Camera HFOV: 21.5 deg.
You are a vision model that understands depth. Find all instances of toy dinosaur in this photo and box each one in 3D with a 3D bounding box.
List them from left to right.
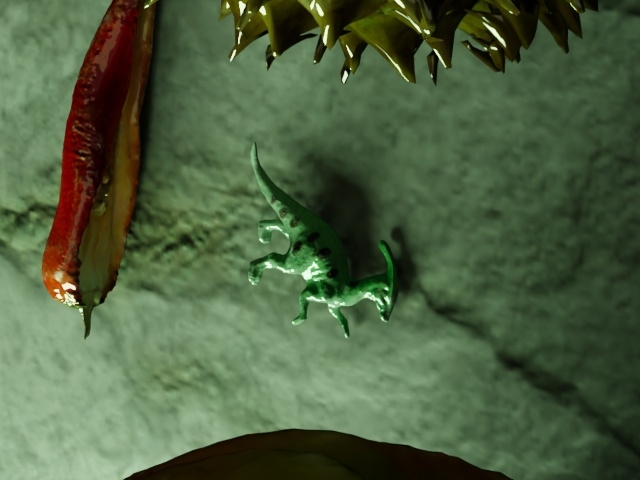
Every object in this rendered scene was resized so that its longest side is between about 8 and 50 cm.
[{"bbox_3d":[0.000,0.000,0.680,0.062,0.021,0.083,-3,101,28],"label":"toy dinosaur"}]

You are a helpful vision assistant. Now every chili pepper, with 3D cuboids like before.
[{"bbox_3d":[-0.093,-0.045,0.722,0.027,0.045,0.178,17,103,21],"label":"chili pepper"}]

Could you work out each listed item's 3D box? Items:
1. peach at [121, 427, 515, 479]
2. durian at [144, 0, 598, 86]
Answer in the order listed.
[{"bbox_3d":[0.002,0.254,0.558,0.373,0.290,0.372,0,104,1],"label":"peach"},{"bbox_3d":[0.002,-0.245,0.466,0.384,0.347,0.347,43,123,-8],"label":"durian"}]
